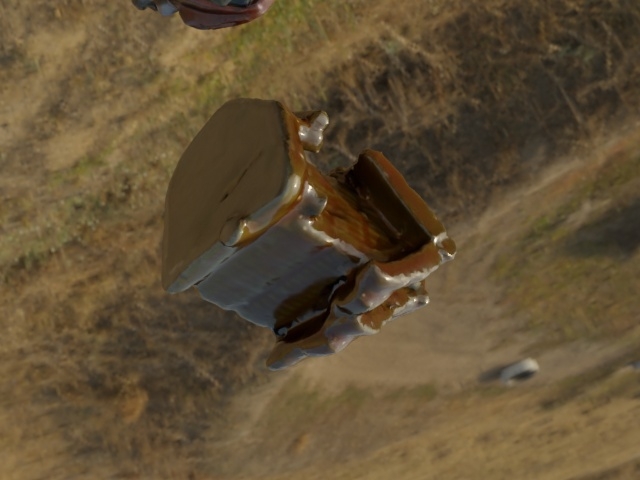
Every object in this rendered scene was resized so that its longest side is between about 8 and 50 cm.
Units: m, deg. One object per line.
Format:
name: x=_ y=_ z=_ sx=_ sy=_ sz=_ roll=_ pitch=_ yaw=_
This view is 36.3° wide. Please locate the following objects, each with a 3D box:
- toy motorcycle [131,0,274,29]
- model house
toy motorcycle: x=-0.158 y=-0.258 z=0.665 sx=0.134 sy=0.401 sz=0.207 roll=-54 pitch=159 yaw=9
model house: x=-0.001 y=-0.001 z=0.807 sx=0.229 sy=0.219 sz=0.199 roll=31 pitch=129 yaw=-29
